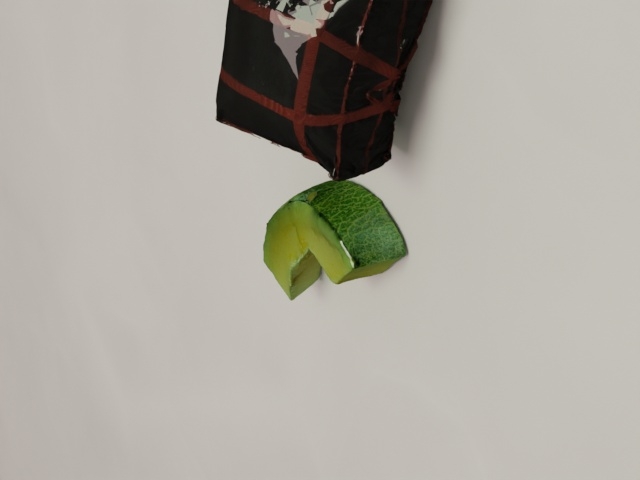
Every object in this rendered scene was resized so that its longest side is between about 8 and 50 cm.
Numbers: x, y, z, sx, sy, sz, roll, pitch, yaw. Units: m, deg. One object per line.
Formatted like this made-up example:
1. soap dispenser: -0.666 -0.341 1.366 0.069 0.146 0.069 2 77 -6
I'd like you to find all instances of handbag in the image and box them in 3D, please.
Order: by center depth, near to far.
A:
1. handbag: 0.003 -0.175 1.056 0.169 0.155 0.215 34 127 31

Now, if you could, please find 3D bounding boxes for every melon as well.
1. melon: 0.000 0.000 1.210 0.209 0.064 0.118 -33 77 59
